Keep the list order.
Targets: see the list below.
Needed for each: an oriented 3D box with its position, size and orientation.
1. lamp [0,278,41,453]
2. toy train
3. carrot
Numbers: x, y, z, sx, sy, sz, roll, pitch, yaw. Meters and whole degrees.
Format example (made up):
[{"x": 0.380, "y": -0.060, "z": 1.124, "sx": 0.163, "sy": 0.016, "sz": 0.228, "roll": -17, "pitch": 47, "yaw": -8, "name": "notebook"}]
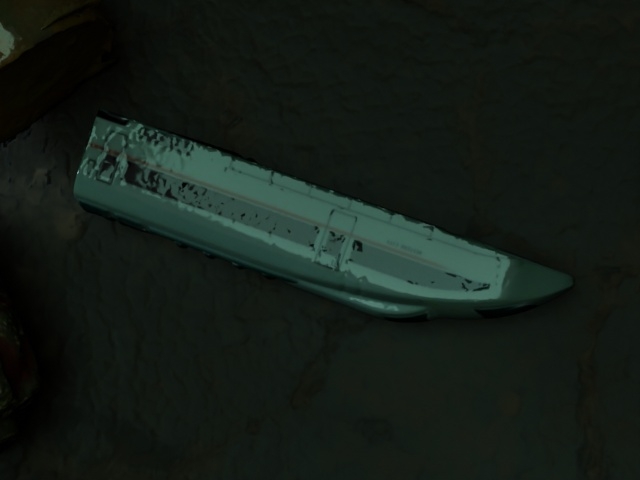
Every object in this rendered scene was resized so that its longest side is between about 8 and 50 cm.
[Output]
[{"x": -0.341, "y": 0.062, "z": 1.210, "sx": 0.177, "sy": 0.177, "sz": 0.274, "roll": -26, "pitch": 80, "yaw": 6, "name": "lamp"}, {"x": 0.000, "y": 0.000, "z": 1.201, "sx": 0.407, "sy": 0.086, "sz": 0.088, "roll": 19, "pitch": 86, "yaw": 11, "name": "toy train"}, {"x": -0.350, "y": -0.237, "z": 1.229, "sx": 0.224, "sy": 0.224, "sz": 0.340, "roll": -41, "pitch": 85, "yaw": 3, "name": "carrot"}]
